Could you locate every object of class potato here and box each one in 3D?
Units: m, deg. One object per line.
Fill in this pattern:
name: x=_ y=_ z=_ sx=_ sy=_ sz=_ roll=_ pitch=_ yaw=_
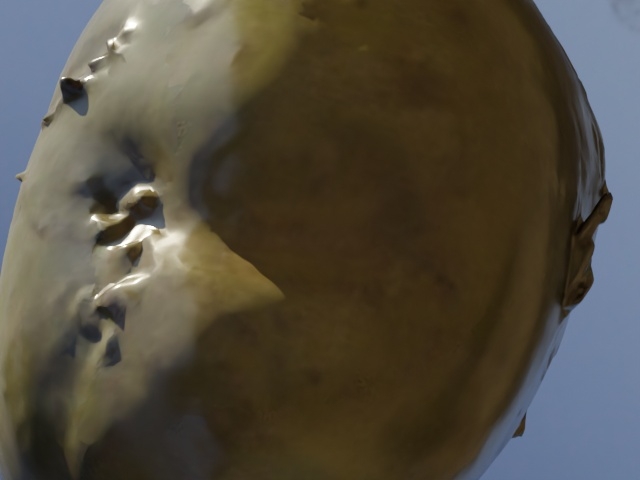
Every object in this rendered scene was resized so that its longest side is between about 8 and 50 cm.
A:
potato: x=0.000 y=0.000 z=0.505 sx=0.296 sy=0.141 sz=0.191 roll=-83 pitch=6 yaw=-84
